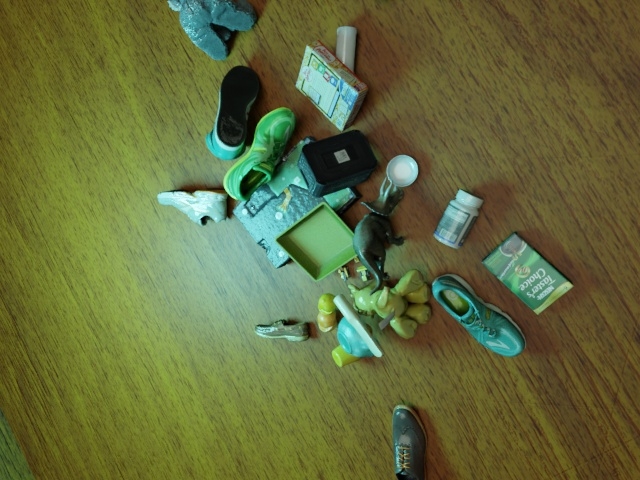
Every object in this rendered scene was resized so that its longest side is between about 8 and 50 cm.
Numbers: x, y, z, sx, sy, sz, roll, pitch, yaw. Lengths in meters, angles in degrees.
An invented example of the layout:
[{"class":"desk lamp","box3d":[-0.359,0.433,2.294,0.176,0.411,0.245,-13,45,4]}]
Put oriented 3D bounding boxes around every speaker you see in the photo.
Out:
[{"class":"speaker","box3d":[0.067,-0.496,1.161,0.055,0.055,0.136,7,100,22]}]

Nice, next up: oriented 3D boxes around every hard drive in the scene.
[{"class":"hard drive","box3d":[-0.076,-0.108,1.277,0.339,0.064,0.236,-43,81,23]}]

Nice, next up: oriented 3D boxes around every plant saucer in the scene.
[{"class":"plant saucer","box3d":[0.000,0.000,1.214,0.189,0.045,0.188,-36,111,20]}]

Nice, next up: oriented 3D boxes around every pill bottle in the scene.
[{"class":"pill bottle","box3d":[0.351,-0.056,1.095,0.078,0.078,0.137,30,108,17]}]

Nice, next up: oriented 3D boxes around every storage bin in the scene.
[{"class":"storage bin","box3d":[0.043,-0.203,1.141,0.180,0.084,0.121,-21,77,-17]}]

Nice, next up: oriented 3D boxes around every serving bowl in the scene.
[{"class":"serving bowl","box3d":[0.221,-0.186,1.157,0.084,0.027,0.083,3,99,22]}]

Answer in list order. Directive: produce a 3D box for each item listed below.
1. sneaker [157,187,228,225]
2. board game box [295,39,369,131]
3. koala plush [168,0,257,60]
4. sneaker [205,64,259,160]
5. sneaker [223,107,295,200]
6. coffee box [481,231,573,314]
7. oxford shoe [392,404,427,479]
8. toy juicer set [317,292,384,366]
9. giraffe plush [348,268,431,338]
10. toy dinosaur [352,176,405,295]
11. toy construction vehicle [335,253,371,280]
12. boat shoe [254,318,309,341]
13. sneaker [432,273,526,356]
[{"class":"sneaker","box3d":[-0.420,-0.107,1.409,0.263,0.099,0.120,4,104,24]},{"class":"board game box","box3d":[0.026,-0.409,1.154,0.193,0.045,0.146,47,151,10]},{"class":"koala plush","box3d":[-0.339,-0.686,1.246,0.196,0.203,0.221,-37,71,23]},{"class":"sneaker","box3d":[-0.262,-0.359,1.292,0.178,0.124,0.295,140,142,-59]},{"class":"sneaker","box3d":[-0.153,-0.231,1.216,0.295,0.110,0.123,-55,47,12]},{"class":"coffee box","box3d":[0.509,0.079,1.068,0.184,0.040,0.113,47,112,10]},{"class":"oxford shoe","box3d":[0.252,0.606,1.226,0.097,0.098,0.270,-10,94,24]},{"class":"toy juicer set","box3d":[0.081,0.223,1.168,0.209,0.090,0.329,61,158,12]},{"class":"giraffe plush","box3d":[0.172,0.167,1.173,0.171,0.211,0.181,7,108,52]},{"class":"toy dinosaur","box3d":[0.133,0.001,1.123,0.121,0.313,0.160,-8,134,43]},{"class":"toy construction vehicle","box3d":[0.092,0.078,1.249,0.086,0.035,0.098,-15,92,24]},{"class":"boat shoe","box3d":[-0.121,0.276,1.358,0.178,0.064,0.060,2,94,16]},{"class":"sneaker","box3d":[0.391,0.200,1.099,0.275,0.110,0.107,40,111,12]}]
